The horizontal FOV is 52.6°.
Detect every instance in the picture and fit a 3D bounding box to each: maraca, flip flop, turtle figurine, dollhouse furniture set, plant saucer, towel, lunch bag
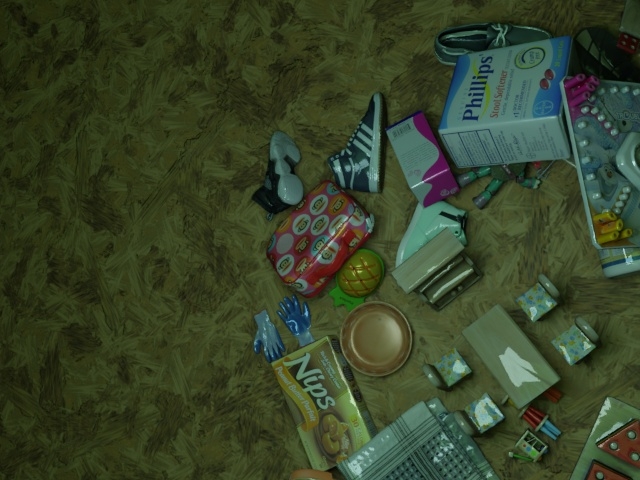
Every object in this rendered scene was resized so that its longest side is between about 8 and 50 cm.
[{"bbox_3d":[0.098,0.108,1.750,0.127,0.099,0.186,24,107,-6],"label":"maraca"},{"bbox_3d":[0.739,-0.419,1.624,0.277,0.080,0.112,42,90,5],"label":"flip flop"},{"bbox_3d":[0.473,-0.191,1.661,0.234,0.118,0.175,-36,72,17],"label":"turtle figurine"},{"bbox_3d":[0.379,0.195,1.517,0.362,0.256,0.394,-40,61,10],"label":"dollhouse furniture set"},{"bbox_3d":[0.151,0.262,1.735,0.199,0.037,0.200,-3,81,18],"label":"plant saucer"},{"bbox_3d":[0.256,0.581,1.569,0.324,0.056,0.312,-31,70,-17],"label":"towel"},{"bbox_3d":[0.000,0.000,1.733,0.293,0.120,0.258,-48,36,7],"label":"lunch bag"}]

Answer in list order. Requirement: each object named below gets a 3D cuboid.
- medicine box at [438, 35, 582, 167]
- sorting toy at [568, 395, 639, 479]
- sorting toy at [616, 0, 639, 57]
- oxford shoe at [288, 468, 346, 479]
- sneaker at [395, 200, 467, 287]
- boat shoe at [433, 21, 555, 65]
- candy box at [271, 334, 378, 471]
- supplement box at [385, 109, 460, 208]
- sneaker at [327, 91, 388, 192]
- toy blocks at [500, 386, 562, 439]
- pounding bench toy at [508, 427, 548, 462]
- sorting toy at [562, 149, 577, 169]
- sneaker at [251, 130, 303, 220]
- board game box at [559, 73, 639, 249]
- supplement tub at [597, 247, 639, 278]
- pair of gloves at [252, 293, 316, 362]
[{"bbox_3d":[0.468,-0.334,1.585,0.289,0.149,0.264,-1,57,33],"label":"medicine box"},{"bbox_3d":[0.728,0.527,1.462,0.257,0.089,0.256,24,90,22],"label":"sorting toy"},{"bbox_3d":[0.800,-0.522,1.600,0.132,0.046,0.275,24,61,2],"label":"sorting toy"},{"bbox_3d":[0.086,0.673,1.612,0.363,0.133,0.130,1,121,12],"label":"oxford shoe"},{"bbox_3d":[0.295,0.017,1.691,0.151,0.094,0.256,19,85,27],"label":"sneaker"},{"bbox_3d":[0.458,-0.523,1.721,0.319,0.099,0.117,4,82,20],"label":"boat shoe"},{"bbox_3d":[0.015,0.434,1.730,0.182,0.087,0.317,-28,73,14],"label":"candy box"},{"bbox_3d":[0.267,-0.213,1.699,0.111,0.114,0.220,-26,53,14],"label":"supplement box"},{"bbox_3d":[0.104,-0.274,1.808,0.153,0.099,0.283,2,85,18],"label":"sneaker"},{"bbox_3d":[0.535,0.396,1.571,0.148,0.054,0.123,38,95,21],"label":"toy blocks"},{"bbox_3d":[0.503,0.509,1.564,0.065,0.052,0.083,39,95,20],"label":"pounding bench toy"},{"bbox_3d":[0.647,-0.278,1.630,0.208,0.038,0.193,41,78,16],"label":"sorting toy"},{"bbox_3d":[-0.135,-0.186,1.873,0.153,0.101,0.269,-39,46,36],"label":"sneaker"},{"bbox_3d":[0.732,-0.182,1.456,0.389,0.050,0.391,-2,79,-25],"label":"board game box"},{"bbox_3d":[0.720,-0.020,1.524,0.144,0.144,0.200,-13,78,17],"label":"supplement tub"},{"bbox_3d":[-0.111,0.253,1.840,0.198,0.023,0.159,-27,73,13],"label":"pair of gloves"}]
